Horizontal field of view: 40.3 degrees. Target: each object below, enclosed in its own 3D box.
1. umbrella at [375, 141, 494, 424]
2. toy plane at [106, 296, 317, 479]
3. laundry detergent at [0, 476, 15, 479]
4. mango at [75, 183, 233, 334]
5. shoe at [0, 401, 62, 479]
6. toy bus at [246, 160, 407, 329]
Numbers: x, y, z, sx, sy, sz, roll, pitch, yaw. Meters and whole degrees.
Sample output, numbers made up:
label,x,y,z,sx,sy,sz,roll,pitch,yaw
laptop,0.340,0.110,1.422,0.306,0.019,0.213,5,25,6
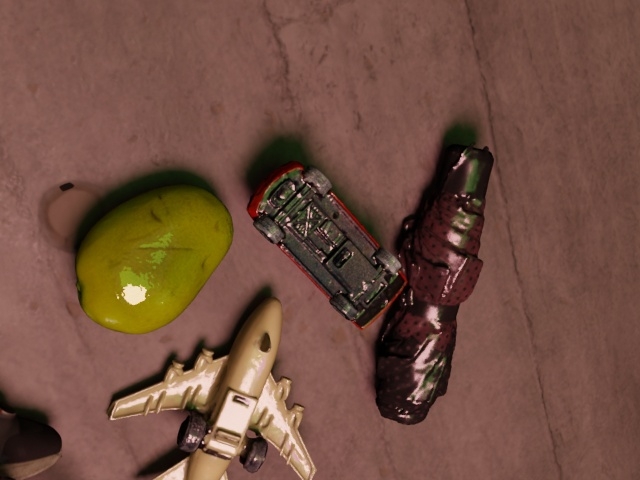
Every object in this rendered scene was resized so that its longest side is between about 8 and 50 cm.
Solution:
label,x,y,z,sx,sy,sz,roll,pitch,yaw
umbrella,0.124,0.049,0.966,0.094,0.090,0.326,7,101,-23
toy plane,-0.092,0.174,0.902,0.229,0.092,0.244,23,98,-15
laundry detergent,-0.280,0.283,0.800,0.144,0.078,0.221,-3,135,-27
mango,-0.161,0.013,0.828,0.117,0.089,0.163,41,73,-21
shoe,-0.342,0.156,0.780,0.228,0.099,0.112,7,89,-30
toy bus,0.000,0.000,0.892,0.081,0.089,0.195,-47,119,-7
